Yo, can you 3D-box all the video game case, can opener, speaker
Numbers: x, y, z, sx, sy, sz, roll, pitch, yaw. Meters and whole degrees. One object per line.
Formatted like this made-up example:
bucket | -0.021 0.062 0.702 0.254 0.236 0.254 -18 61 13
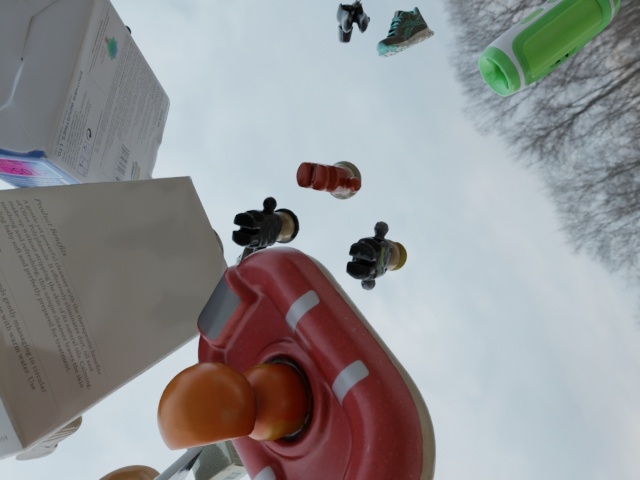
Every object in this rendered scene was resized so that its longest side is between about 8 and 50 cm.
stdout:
video game case | -0.325 0.517 1.027 0.023 0.184 0.201 32 -173 11
can opener | 0.061 -0.382 0.904 0.186 0.059 0.073 -97 0 -65
speaker | 0.501 -0.451 1.139 0.131 0.296 0.131 53 -179 -1

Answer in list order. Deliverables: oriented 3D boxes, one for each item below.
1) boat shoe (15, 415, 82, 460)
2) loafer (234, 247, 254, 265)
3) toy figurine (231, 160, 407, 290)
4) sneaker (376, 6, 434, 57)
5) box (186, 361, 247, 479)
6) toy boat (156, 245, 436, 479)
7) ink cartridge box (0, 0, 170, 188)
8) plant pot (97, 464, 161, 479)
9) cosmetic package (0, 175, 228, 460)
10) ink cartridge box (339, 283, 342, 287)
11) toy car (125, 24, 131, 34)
boat shoe | -0.599 0.398 1.122 0.102 0.285 0.093 2 -124 -41
loafer | -0.163 0.054 1.132 0.056 0.050 0.148 42 -153 -8
toy figurine | 0.000 0.000 0.777 0.210 0.213 0.148 58 -158 11
sneaker | 0.159 -0.420 1.035 0.166 0.064 0.076 -38 -73 -39
box | -0.261 0.434 1.220 0.094 0.113 0.275 42 -166 -51
toy boat | -0.037 0.110 0.347 0.151 0.151 0.231 6 -145 -47
ink cartridge box | -0.378 -0.185 0.849 0.395 0.151 0.270 79 -160 -76
plant pot | -0.477 0.716 1.296 0.291 0.290 0.204 -35 -52 -53
cosmetic package | -0.244 0.053 0.532 0.197 0.155 0.365 68 -163 -1
ink cartridge box | -0.002 0.181 1.112 0.153 0.087 0.209 20 -147 -37
toy car | -0.522 -0.434 1.206 0.155 0.148 0.189 19 -93 -40
